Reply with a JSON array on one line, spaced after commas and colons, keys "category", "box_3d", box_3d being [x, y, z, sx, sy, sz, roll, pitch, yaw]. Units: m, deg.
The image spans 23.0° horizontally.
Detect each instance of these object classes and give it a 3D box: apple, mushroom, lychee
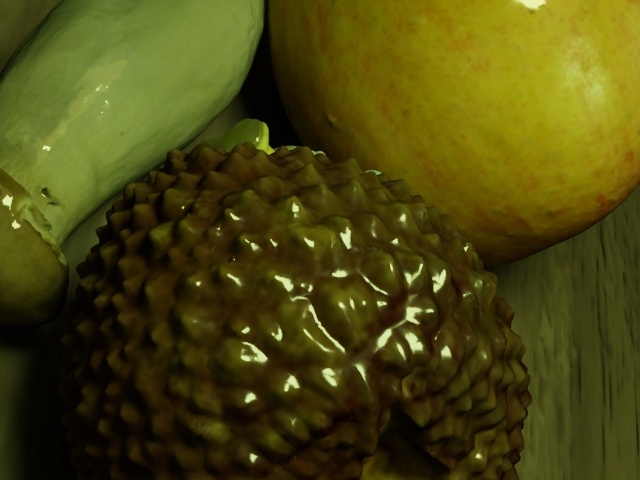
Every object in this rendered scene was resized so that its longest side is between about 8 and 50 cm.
[{"category": "apple", "box_3d": [0.116, -0.134, 1.105, 0.299, 0.299, 0.275, -34, 97, -48]}, {"category": "mushroom", "box_3d": [-0.133, -0.085, 0.981, 0.128, 0.128, 0.350, 38, 46, -8]}, {"category": "lychee", "box_3d": [-0.022, 0.074, 0.860, 0.267, 0.267, 0.267, 21, 46, -24]}]

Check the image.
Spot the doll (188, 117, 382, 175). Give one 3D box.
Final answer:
[{"category": "doll", "box_3d": [0.000, 0.000, 1.022, 0.207, 0.129, 0.081, 42, 30, -37]}]
